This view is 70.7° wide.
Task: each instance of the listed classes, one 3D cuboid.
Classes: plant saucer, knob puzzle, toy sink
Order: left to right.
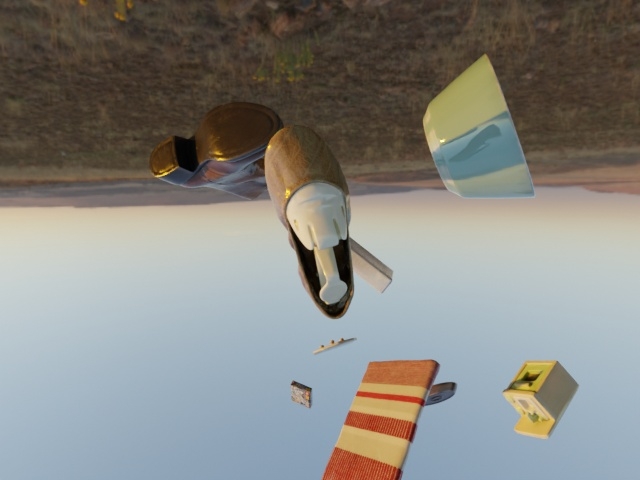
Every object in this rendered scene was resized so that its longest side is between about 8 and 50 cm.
[{"bbox_3d":[0.059,0.425,1.860,0.213,0.030,0.213,-17,163,-5],"label":"knob puzzle"},{"bbox_3d":[0.389,0.526,1.532,0.168,0.029,0.168,-11,145,-8],"label":"plant saucer"},{"bbox_3d":[0.742,0.537,1.557,0.234,0.131,0.153,-43,-178,-23],"label":"toy sink"}]

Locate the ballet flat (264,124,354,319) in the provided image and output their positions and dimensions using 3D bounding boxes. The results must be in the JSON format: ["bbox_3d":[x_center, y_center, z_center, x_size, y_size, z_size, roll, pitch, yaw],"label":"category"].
[{"bbox_3d":[0.000,0.000,0.676,0.116,0.342,0.124,-14,-137,-5],"label":"ballet flat"}]

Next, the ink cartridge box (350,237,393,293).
[{"bbox_3d":[0.076,0.029,1.080,0.224,0.045,0.223,40,-173,8],"label":"ink cartridge box"}]

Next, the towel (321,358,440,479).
[{"bbox_3d":[0.114,0.397,0.918,0.037,0.329,0.237,35,153,-14],"label":"towel"}]

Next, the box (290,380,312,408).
[{"bbox_3d":[-0.081,0.666,1.949,0.094,0.137,0.027,18,-135,18],"label":"box"}]

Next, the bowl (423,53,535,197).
[{"bbox_3d":[0.328,-0.213,0.967,0.163,0.311,0.311,-20,178,24],"label":"bowl"}]

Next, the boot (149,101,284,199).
[{"bbox_3d":[-0.112,-0.134,0.816,0.264,0.096,0.280,-21,164,28],"label":"boot"}]
